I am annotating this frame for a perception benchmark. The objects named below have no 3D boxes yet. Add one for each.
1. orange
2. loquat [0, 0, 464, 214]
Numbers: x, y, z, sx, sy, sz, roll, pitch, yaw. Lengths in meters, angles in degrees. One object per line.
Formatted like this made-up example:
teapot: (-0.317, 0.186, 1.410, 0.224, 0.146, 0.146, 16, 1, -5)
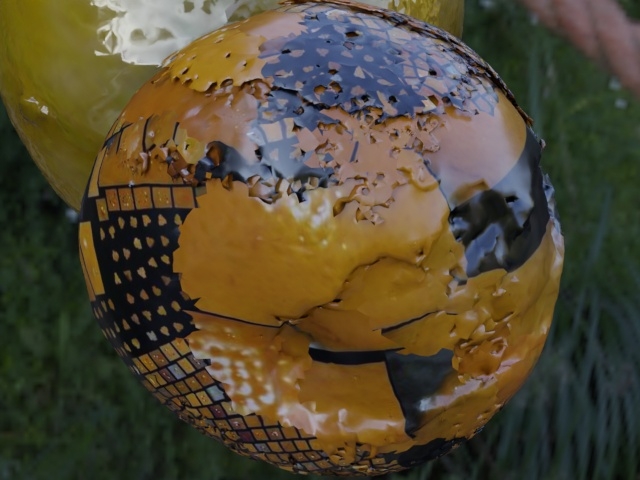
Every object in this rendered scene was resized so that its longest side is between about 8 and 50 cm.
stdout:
orange: (0.000, 0.000, 0.823, 0.234, 0.234, 0.182, 9, 42, 4)
loquat: (-0.062, -0.136, 1.150, 0.328, 0.328, 0.359, 2, 28, -7)
